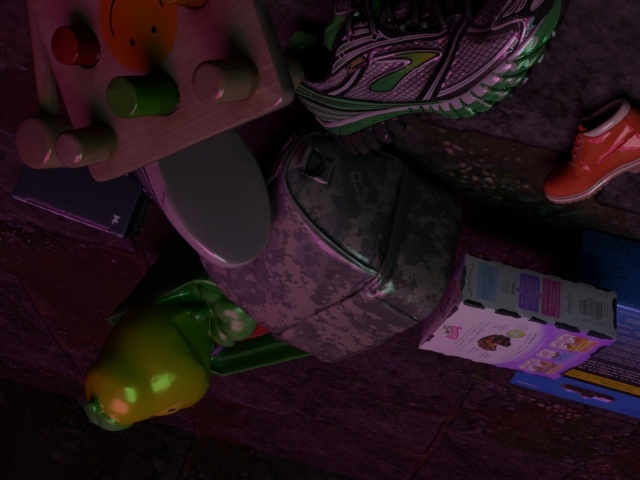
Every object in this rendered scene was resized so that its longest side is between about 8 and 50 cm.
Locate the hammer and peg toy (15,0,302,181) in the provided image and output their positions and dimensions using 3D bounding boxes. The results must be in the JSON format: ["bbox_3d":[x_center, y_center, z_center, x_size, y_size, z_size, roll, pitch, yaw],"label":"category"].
[{"bbox_3d":[-0.210,-0.199,0.768,0.361,0.127,0.266,-15,95,33],"label":"hammer and peg toy"}]

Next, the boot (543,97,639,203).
[{"bbox_3d":[0.297,-0.100,0.889,0.084,0.059,0.158,33,139,-21],"label":"boot"}]

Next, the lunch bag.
[{"bbox_3d":[0.000,0.000,1.053,0.256,0.213,0.305,28,149,-21],"label":"lunch bag"}]

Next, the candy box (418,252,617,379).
[{"bbox_3d":[0.242,0.101,1.011,0.196,0.070,0.165,14,152,-6],"label":"candy box"}]

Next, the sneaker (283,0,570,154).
[{"bbox_3d":[0.085,-0.188,0.765,0.146,0.134,0.343,36,147,-28],"label":"sneaker"}]

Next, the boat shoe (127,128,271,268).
[{"bbox_3d":[-0.187,-0.107,0.959,0.340,0.127,0.158,60,151,3],"label":"boat shoe"}]

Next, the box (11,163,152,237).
[{"bbox_3d":[-0.314,-0.078,1.114,0.153,0.108,0.207,21,178,-8],"label":"box"}]

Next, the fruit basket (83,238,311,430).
[{"bbox_3d":[-0.198,0.160,1.280,0.283,0.392,0.392,32,148,-25],"label":"fruit basket"}]

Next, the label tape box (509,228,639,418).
[{"bbox_3d":[0.435,0.134,1.160,0.240,0.106,0.334,15,151,5],"label":"label tape box"}]
